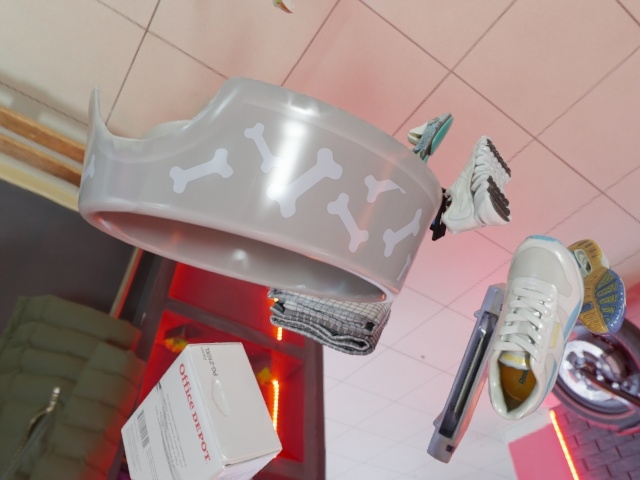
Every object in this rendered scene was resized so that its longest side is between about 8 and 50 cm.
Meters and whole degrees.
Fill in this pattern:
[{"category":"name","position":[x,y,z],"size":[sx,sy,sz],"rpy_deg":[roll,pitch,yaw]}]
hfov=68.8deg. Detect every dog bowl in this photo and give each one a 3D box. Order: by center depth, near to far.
[{"category":"dog bowl","position":[-0.063,-0.023,0.465],"size":[0.348,0.102,0.349],"rpy_deg":[14,167,3]}]

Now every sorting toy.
[{"category":"sorting toy","position":[-0.078,-0.512,0.957],"size":[0.044,0.075,0.084],"rpy_deg":[8,102,-30]}]

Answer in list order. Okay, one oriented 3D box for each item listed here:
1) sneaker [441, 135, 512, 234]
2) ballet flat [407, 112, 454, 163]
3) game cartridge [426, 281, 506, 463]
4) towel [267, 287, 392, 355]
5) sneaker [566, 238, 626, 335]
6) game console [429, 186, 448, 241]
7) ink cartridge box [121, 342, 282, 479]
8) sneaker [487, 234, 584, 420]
[{"category":"sneaker","position":[0.308,-0.115,0.936],"size":[0.118,0.292,0.110],"rpy_deg":[-30,108,37]},{"category":"ballet flat","position":[0.173,-0.164,0.835],"size":[0.070,0.189,0.070],"rpy_deg":[28,159,12]},{"category":"game cartridge","position":[0.326,0.261,0.985],"size":[0.068,0.230,0.356],"rpy_deg":[21,96,22]},{"category":"towel","position":[0.030,0.169,1.182],"size":[0.283,0.235,0.122],"rpy_deg":[15,110,16]},{"category":"sneaker","position":[0.675,0.125,1.119],"size":[0.111,0.297,0.131],"rpy_deg":[-28,115,35]},{"category":"game console","position":[0.293,-0.072,1.202],"size":[0.071,0.107,0.122],"rpy_deg":[19,113,31]},{"category":"ink cartridge box","position":[-0.180,0.283,0.672],"size":[0.100,0.172,0.237],"rpy_deg":[9,131,-45]},{"category":"sneaker","position":[0.255,0.108,0.564],"size":[0.087,0.092,0.229],"rpy_deg":[11,107,38]}]
